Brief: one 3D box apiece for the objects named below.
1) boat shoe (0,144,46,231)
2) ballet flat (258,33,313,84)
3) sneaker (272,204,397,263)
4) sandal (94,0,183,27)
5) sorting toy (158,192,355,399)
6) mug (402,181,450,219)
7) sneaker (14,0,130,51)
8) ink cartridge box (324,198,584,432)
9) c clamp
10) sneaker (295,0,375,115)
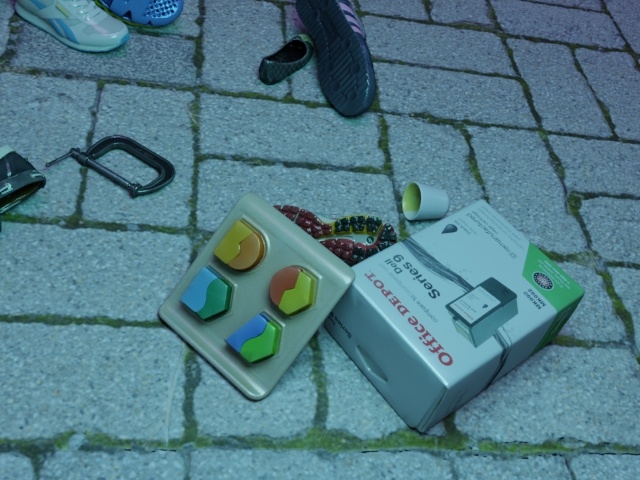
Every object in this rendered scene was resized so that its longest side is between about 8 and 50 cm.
[{"bbox_3d":[-0.464,-0.031,0.994,0.079,0.084,0.233,43,53,-11],"label":"boat shoe"},{"bbox_3d":[-0.058,-0.349,1.412,0.057,0.049,0.173,29,48,9],"label":"ballet flat"},{"bbox_3d":[0.000,0.000,1.105,0.225,0.093,0.088,8,88,7],"label":"sneaker"},{"bbox_3d":[-0.378,-0.494,1.326,0.317,0.138,0.126,31,78,-29],"label":"sandal"},{"bbox_3d":[-0.088,0.068,0.965,0.193,0.038,0.208,38,91,18],"label":"sorting toy"},{"bbox_3d":[0.174,-0.068,1.222,0.064,0.062,0.078,4,54,-23],"label":"mug"},{"bbox_3d":[-0.444,-0.411,1.328,0.228,0.092,0.087,25,46,6],"label":"sneaker"},{"bbox_3d":[0.184,0.094,1.035,0.289,0.121,0.211,-26,60,-33],"label":"ink cartridge box"},{"bbox_3d":[-0.311,-0.111,1.150,0.160,0.022,0.137,26,42,10],"label":"c clamp"},{"bbox_3d":[0.057,-0.360,1.425,0.131,0.112,0.319,17,50,-48],"label":"sneaker"}]
